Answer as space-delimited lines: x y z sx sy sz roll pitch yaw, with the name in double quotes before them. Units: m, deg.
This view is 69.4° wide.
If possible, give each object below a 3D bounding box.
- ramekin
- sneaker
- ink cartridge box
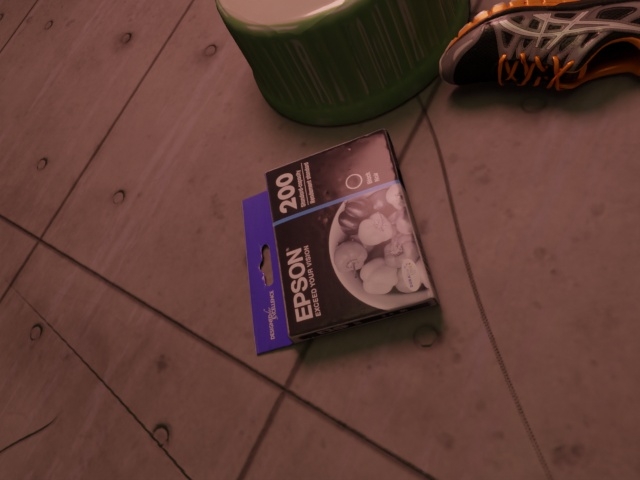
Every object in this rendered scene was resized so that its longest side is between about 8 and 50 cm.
"ramekin" 0.019 -0.310 0.571 0.304 0.148 0.303 -9 65 20
"sneaker" 0.230 -0.192 0.468 0.215 0.084 0.083 -8 70 20
"ink cartridge box" 0.000 0.000 0.507 0.209 0.045 0.206 -19 62 17
